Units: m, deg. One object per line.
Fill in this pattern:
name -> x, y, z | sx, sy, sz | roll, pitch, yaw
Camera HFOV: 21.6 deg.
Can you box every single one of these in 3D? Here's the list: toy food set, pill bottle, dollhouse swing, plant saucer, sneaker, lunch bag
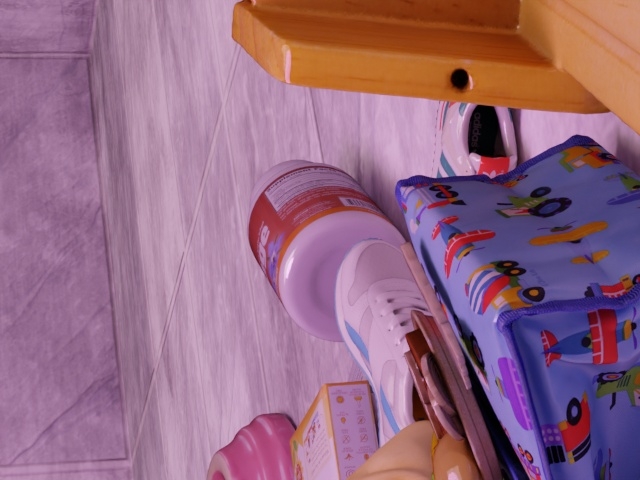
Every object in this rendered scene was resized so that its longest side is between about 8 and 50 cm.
toy food set -> 0.071, 0.103, 0.979 | 0.132, 0.038, 0.192 | -113, 2, -51
pill bottle -> 0.000, 0.000, 1.528 | 0.216, 0.121, 0.121 | -126, 37, -66
dollhouse swing -> 0.070, -0.237, 0.939 | 0.305, 0.315, 0.346 | -72, -13, -69
plant saucer -> -0.076, 0.368, 1.941 | 0.332, 0.084, 0.332 | 179, 90, -75
sneaker -> 0.076, 0.090, 1.334 | 0.092, 0.087, 0.228 | 120, 140, -52
sneaker -> 0.112, -0.038, 1.211 | 0.075, 0.057, 0.161 | -153, 65, -80
lunch bag -> 0.155, 0.116, 0.984 | 0.221, 0.138, 0.293 | -121, 19, -67

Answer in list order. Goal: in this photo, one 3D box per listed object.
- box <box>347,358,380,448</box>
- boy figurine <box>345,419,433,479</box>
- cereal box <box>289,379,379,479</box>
box -> 0.056, 0.209, 1.500 | 0.145, 0.038, 0.186 | 103, 159, -45
boy figurine -> 0.101, 0.241, 1.062 | 0.285, 0.092, 0.177 | 64, -174, 26
cereal box -> 0.022, 0.262, 1.463 | 0.173, 0.047, 0.240 | 118, 147, -64
